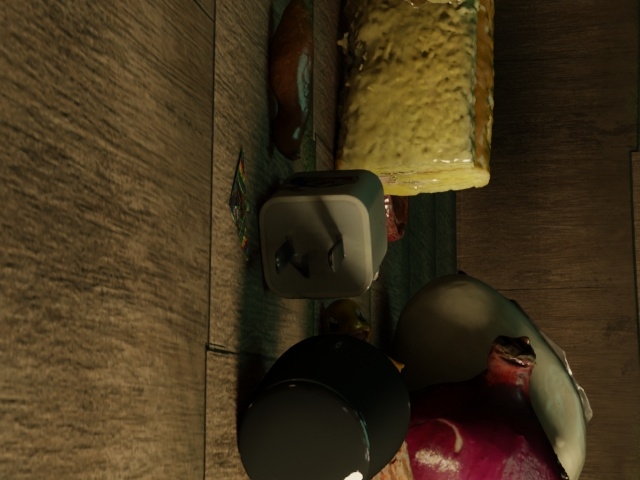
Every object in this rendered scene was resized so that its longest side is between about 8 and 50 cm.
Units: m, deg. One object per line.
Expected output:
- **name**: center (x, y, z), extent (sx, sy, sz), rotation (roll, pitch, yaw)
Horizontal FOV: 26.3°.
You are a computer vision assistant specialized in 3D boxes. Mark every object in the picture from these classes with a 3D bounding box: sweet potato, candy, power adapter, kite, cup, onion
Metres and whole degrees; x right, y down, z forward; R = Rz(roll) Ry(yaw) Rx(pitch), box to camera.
- **sweet potato**: center (-0.035, -0.195, 1.629), extent (0.055, 0.058, 0.202), rotation (-2, -96, 59)
- **candy**: center (0.295, 0.283, 2.444), extent (0.186, 0.427, 0.386), rotation (-33, 152, -32)
- **power adapter**: center (0.000, 0.000, 1.574), extent (0.205, 0.130, 0.125), rotation (-59, 146, -72)
- **kite**: center (-0.084, -0.039, 1.473), extent (0.090, 0.004, 0.122), rotation (7, 82, -78)
- **cup**: center (-0.007, 0.220, 1.492), extent (0.223, 0.169, 0.176), rotation (-63, 173, 19)
- **onion**: center (0.246, 0.326, 2.203), extent (0.385, 0.347, 0.348), rotation (-67, 166, -5)

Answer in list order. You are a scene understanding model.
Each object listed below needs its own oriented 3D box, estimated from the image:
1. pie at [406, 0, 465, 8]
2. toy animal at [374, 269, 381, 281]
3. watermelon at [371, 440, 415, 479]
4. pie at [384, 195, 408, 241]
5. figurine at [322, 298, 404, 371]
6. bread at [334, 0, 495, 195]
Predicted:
- **pie**: center (0.129, -0.481, 1.935), extent (0.083, 0.339, 0.340), rotation (-33, -131, 57)
- **toy animal**: center (0.051, 0.001, 1.982), extent (0.085, 0.071, 0.124), rotation (-77, 162, -48)
- **watermelon**: center (0.039, 0.285, 1.722), extent (0.139, 0.193, 0.257), rotation (-12, 106, -47)
- **pie**: center (0.116, -0.089, 2.382), extent (0.182, 0.049, 0.182), rotation (-3, 90, -74)
- **figurine**: center (0.045, 0.162, 1.934), extent (0.122, 0.121, 0.176), rotation (-143, -144, -68)
- **bread**: center (0.138, -0.262, 2.052), extent (0.165, 0.236, 0.375), rotation (38, 54, -61)
